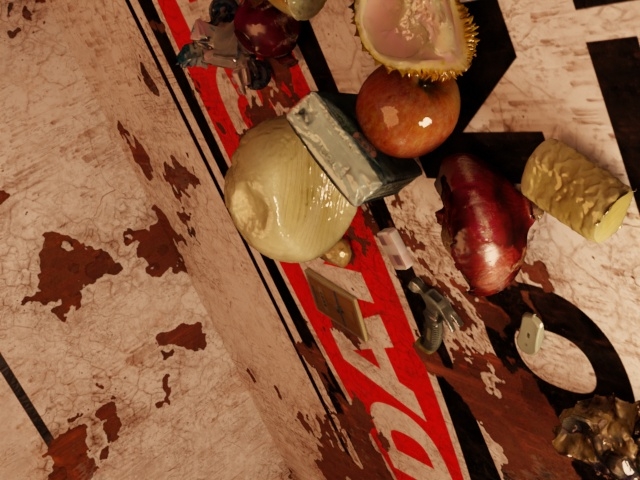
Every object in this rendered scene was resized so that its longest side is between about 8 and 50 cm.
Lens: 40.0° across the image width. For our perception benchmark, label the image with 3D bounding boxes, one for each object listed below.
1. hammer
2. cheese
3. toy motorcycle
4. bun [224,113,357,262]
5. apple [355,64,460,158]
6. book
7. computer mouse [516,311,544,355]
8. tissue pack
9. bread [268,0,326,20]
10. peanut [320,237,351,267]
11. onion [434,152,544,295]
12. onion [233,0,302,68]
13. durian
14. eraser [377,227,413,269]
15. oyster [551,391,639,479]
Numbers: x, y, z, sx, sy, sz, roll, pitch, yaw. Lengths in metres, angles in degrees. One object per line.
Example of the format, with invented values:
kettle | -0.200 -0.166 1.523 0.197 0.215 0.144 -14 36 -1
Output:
hammer | 0.276 0.204 2.160 0.159 0.041 0.226 44 153 31
cheese | 0.420 -0.081 1.452 0.167 0.094 0.123 42 154 31
toy motorcycle | -0.251 -0.454 2.155 0.239 0.204 0.108 61 174 2
bun | -0.080 -0.127 2.097 0.227 0.352 0.348 13 95 44
apple | 0.163 -0.248 1.620 0.188 0.188 0.174 53 152 8
book | 0.046 0.191 2.615 0.242 0.018 0.170 29 145 47
computer mouse | 0.442 0.189 1.830 0.056 0.032 0.110 36 139 37
tissue pack | 0.072 -0.188 1.763 0.228 0.103 0.316 54 -159 6
bread | -0.040 -0.583 1.628 0.333 0.160 0.333 41 150 30
peanut | 0.000 0.000 2.374 0.214 0.099 0.099 43 153 33
onion | 0.317 -0.039 1.641 0.272 0.195 0.272 -12 -90 -83
onion | -0.117 -0.457 1.969 0.173 0.135 0.198 33 149 49
durian | 0.158 -0.376 1.502 0.183 0.138 0.249 -29 92 22
eraser | 0.181 0.020 2.129 0.105 0.026 0.065 61 159 -11
oyster | 0.566 0.395 1.746 0.361 0.096 0.221 18 125 63
